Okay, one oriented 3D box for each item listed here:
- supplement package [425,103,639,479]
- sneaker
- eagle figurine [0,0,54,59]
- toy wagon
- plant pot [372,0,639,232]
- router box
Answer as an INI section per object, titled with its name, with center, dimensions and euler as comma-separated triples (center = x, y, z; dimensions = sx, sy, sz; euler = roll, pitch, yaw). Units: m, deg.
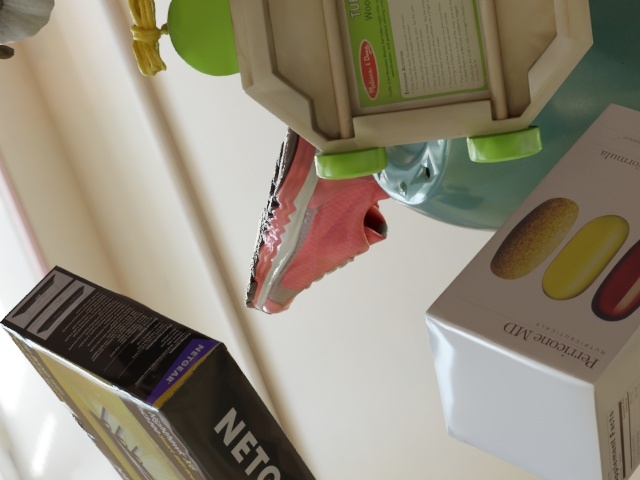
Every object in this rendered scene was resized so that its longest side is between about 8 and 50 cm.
[supplement package]
center = 0.203, 0.040, 1.128
dimensions = 0.139, 0.133, 0.244
euler = 22, -127, 32
[sneaker]
center = 0.000, 0.000, 1.755
dimensions = 0.136, 0.116, 0.314
euler = 13, 148, -5
[eagle figurine]
center = -0.373, -0.256, 1.317
dimensions = 0.226, 0.298, 0.225
euler = -30, 172, -11
[toy wagon]
center = 0.026, -0.183, 1.213
dimensions = 0.345, 0.267, 0.068
euler = -6, -172, 12
[plant pot]
center = 0.167, -0.138, 1.435
dimensions = 0.235, 0.293, 0.293
euler = -10, -177, -26
[router box]
center = -0.120, 0.179, 1.432
dimensions = 0.243, 0.309, 0.081
euler = 19, -121, 45
